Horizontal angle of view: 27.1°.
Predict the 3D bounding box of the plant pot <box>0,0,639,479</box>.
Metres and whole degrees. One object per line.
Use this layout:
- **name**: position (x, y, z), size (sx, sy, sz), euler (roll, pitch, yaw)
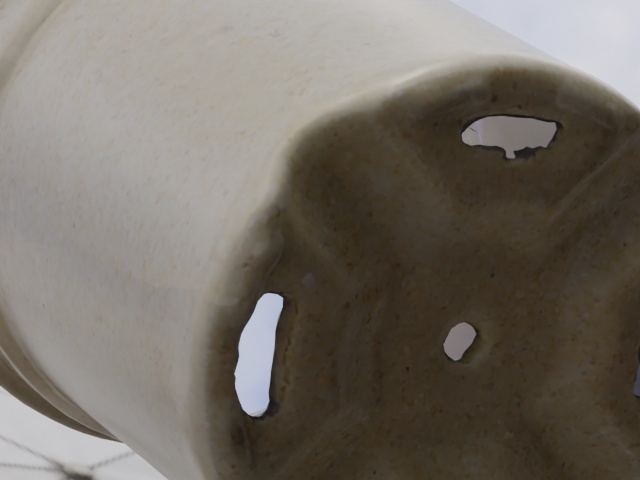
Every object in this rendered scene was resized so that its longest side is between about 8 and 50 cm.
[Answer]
- **plant pot**: position (0.000, 0.000, 0.620), size (0.334, 0.305, 0.333), euler (-7, -72, -23)
